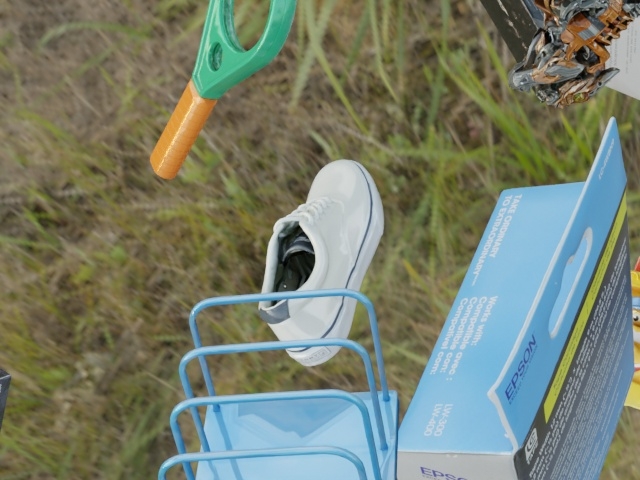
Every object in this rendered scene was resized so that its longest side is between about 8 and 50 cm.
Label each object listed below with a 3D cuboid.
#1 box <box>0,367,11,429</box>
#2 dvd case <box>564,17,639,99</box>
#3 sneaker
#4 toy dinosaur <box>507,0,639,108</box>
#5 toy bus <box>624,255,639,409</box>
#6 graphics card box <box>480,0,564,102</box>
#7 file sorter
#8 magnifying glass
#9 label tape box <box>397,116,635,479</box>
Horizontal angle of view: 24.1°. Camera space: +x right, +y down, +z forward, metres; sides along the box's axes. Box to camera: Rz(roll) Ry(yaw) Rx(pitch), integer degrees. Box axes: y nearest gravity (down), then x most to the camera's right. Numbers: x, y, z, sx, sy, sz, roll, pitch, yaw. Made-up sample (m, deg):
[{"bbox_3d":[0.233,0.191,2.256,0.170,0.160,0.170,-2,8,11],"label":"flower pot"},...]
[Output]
[{"bbox_3d":[-0.314,0.122,1.178,0.162,0.029,0.116,29,115,31],"label":"box"},{"bbox_3d":[0.368,-0.211,1.598,0.239,0.179,0.029,28,60,27],"label":"dvd case"},{"bbox_3d":[0.000,0.000,1.493,0.094,0.091,0.258,-18,40,26],"label":"sneaker"},{"bbox_3d":[0.213,-0.263,1.169,0.218,0.164,0.322,13,99,-18],"label":"toy dinosaur"},{"bbox_3d":[0.383,0.094,1.779,0.149,0.220,0.211,24,98,11],"label":"toy bus"},{"bbox_3d":[0.393,-0.347,1.953,0.371,0.094,0.233,-23,76,-23],"label":"graphics card box"},{"bbox_3d":[-0.024,0.121,0.826,0.118,0.104,0.170,-5,41,9],"label":"file sorter"},{"bbox_3d":[-0.078,-0.134,1.149,0.231,0.026,0.092,-55,47,38],"label":"magnifying glass"},{"bbox_3d":[0.152,0.098,1.148,0.115,0.347,0.249,12,57,24],"label":"label tape box"}]
